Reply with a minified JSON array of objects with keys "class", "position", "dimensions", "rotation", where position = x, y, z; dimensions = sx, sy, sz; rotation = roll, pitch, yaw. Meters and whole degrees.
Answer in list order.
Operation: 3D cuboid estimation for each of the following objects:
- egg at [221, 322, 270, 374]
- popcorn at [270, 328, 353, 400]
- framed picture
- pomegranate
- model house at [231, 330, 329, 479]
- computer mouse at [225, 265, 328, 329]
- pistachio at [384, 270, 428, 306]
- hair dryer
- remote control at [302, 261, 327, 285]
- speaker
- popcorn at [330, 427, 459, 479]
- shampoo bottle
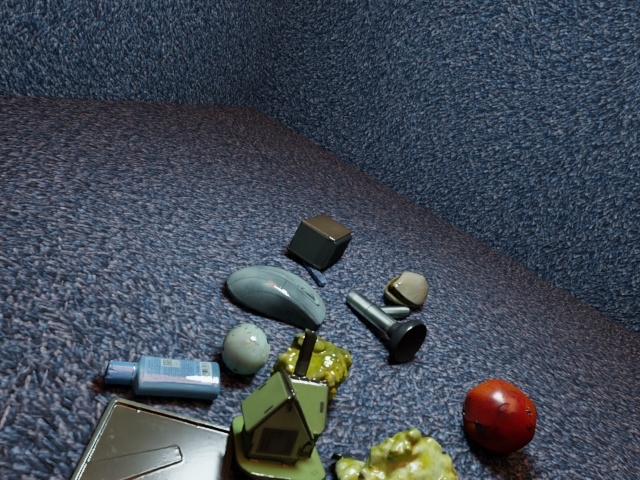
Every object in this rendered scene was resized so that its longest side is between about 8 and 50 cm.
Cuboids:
[{"class":"egg","position":[-0.198,0.286,1.240],"dimensions":[0.132,0.131,0.164],"rotation":[20,23,-9]},{"class":"popcorn","position":[-0.023,0.338,1.235],"dimensions":[0.189,0.169,0.218],"rotation":[30,10,15]},{"class":"framed picture","position":[-0.328,0.445,0.953],"dimensions":[0.290,0.016,0.213],"rotation":[19,26,-11]},{"class":"pomegranate","position":[0.522,0.515,1.361],"dimensions":[0.210,0.210,0.235],"rotation":[22,-7,-5]},{"class":"model house","position":[-0.058,0.350,1.012],"dimensions":[0.205,0.278,0.218],"rotation":[17,8,-19]},{"class":"computer mouse","position":[-0.129,0.175,1.538],"dimensions":[0.371,0.121,0.188],"rotation":[24,26,-9]},{"class":"pistachio","position":[0.354,0.200,1.882],"dimensions":[0.238,0.137,0.153],"rotation":[7,42,-42]},{"class":"hair dryer","position":[0.288,0.274,1.677],"dimensions":[0.284,0.155,0.320],"rotation":[-5,29,-29]},{"class":"remote control","position":[-0.022,0.129,1.817],"dimensions":[0.044,0.027,0.152],"rotation":[0,33,-31]},{"class":"speaker","position":[0.000,0.000,1.906],"dimensions":[0.193,0.153,0.231],"rotation":[33,20,13]},{"class":"popcorn","position":[0.168,0.534,0.958],"dimensions":[0.293,0.293,0.236],"rotation":[15,45,-20]},{"class":"shampoo bottle","position":[-0.372,0.324,1.093],"dimensions":[0.259,0.061,0.103],"rotation":[13,29,-24]}]
